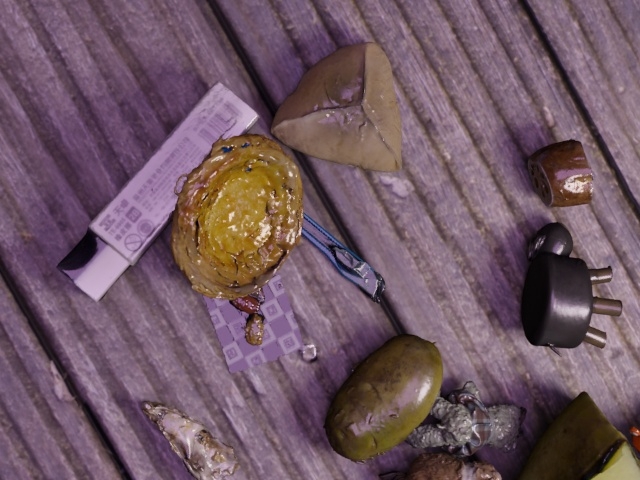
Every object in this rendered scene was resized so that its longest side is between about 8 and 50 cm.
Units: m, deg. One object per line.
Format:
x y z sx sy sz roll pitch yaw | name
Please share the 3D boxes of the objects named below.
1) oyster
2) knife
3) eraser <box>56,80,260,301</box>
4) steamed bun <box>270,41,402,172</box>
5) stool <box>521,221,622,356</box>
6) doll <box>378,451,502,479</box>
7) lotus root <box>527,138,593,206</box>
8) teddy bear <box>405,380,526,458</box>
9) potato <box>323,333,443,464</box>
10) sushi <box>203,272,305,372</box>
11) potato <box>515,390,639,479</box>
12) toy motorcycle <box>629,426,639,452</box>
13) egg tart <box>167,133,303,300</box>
-0.215 0.337 1.778 0.106 0.061 0.199 -27 94 -24 | oyster
0.000 0.000 1.814 0.296 0.026 0.044 40 97 -4 | knife
-0.267 -0.079 1.753 0.098 0.096 0.404 41 86 -5 | eraser
0.046 -0.237 1.785 0.231 0.110 0.212 12 87 -8 | steamed bun
0.422 0.082 1.791 0.139 0.153 0.228 5 88 -6 | stool
0.201 0.405 1.759 0.221 0.115 0.105 11 99 25 | doll
0.413 -0.109 1.812 0.081 0.122 0.112 -18 99 -4 | lotus root
0.256 0.307 1.790 0.213 0.111 0.133 8 91 -4 | teddy bear
0.110 0.261 1.767 0.251 0.113 0.149 -47 53 -5 | potato
-0.118 0.118 1.795 0.139 0.031 0.201 -20 91 -7 | sushi
0.411 0.435 1.770 0.280 0.212 0.330 -39 123 4 | potato
0.645 0.291 1.800 0.221 0.148 0.325 40 72 -42 | toy motorcycle
-0.150 -0.046 1.713 0.291 0.107 0.290 -19 120 -38 | egg tart
